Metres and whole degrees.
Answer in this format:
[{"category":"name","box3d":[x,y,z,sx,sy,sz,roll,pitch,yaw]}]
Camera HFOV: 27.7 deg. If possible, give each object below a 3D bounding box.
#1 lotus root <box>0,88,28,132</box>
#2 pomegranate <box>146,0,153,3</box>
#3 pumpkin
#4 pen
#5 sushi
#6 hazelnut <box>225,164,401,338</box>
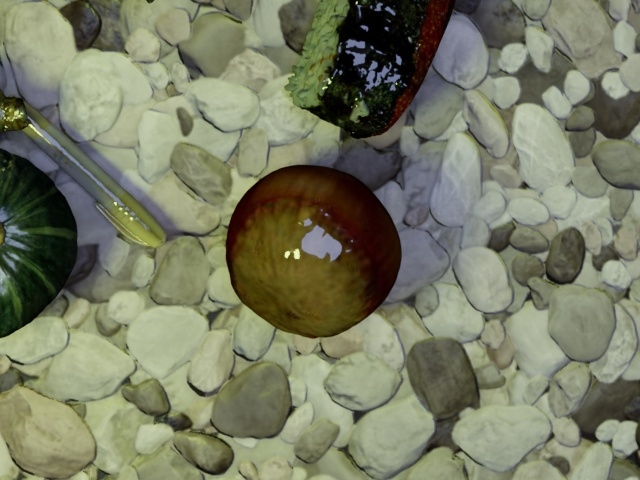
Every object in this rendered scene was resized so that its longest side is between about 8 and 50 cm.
[{"category":"lotus root","box3d":[-0.399,-0.146,1.374,0.183,0.077,0.090,12,95,-10]},{"category":"pomegranate","box3d":[-0.234,-0.359,1.383,0.220,0.156,0.156,35,82,8]},{"category":"pumpkin","box3d":[-0.359,0.003,1.350,0.212,0.152,0.211,1,86,-20]},{"category":"pen","box3d":[-0.262,-0.072,1.435,0.233,0.032,0.040,43,105,-9]},{"category":"sushi","box3d":[0.057,-0.234,1.457,0.126,0.136,0.225,29,79,-21]},{"category":"hazelnut","box3d":[0.000,0.000,1.430,0.208,0.208,0.208,0,90,-14]}]
